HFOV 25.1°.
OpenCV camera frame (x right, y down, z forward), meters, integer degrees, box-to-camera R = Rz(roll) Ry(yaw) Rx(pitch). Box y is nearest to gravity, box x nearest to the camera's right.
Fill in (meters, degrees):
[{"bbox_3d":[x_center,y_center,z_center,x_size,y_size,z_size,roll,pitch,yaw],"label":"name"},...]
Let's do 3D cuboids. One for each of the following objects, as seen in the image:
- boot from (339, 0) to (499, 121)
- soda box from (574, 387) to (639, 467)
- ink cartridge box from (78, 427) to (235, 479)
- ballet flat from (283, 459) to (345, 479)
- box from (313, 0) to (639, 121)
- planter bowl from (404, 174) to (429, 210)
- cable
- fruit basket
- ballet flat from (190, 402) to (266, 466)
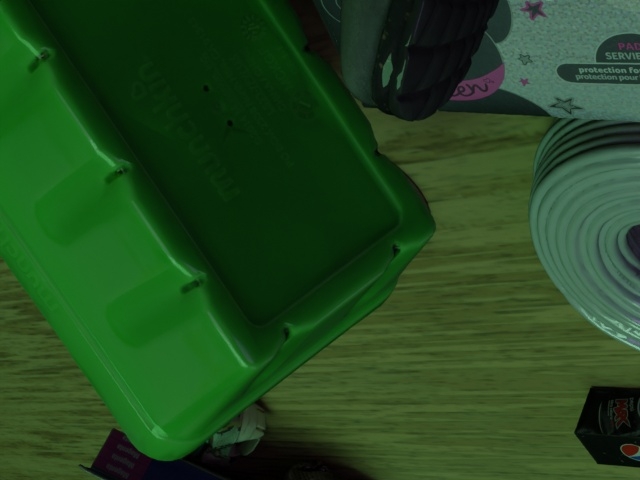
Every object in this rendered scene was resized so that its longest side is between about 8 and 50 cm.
[{"bbox_3d":[-0.014,-0.234,0.705,0.223,0.338,0.118,8,-178,20],"label":"boot"},{"bbox_3d":[0.320,0.173,1.301,0.169,0.053,0.060,-2,139,40],"label":"soda box"},{"bbox_3d":[-0.117,0.333,1.799,0.324,0.071,0.330,24,168,7],"label":"ink cartridge box"},{"bbox_3d":[0.071,0.334,1.765,0.250,0.058,0.084,24,146,-5],"label":"ballet flat"},{"bbox_3d":[0.128,-0.168,0.827,0.247,0.142,0.163,7,145,31],"label":"box"},{"bbox_3d":[0.000,0.000,1.229,0.162,0.109,0.162,20,149,12],"label":"planter bowl"},{"bbox_3d":[0.269,-0.007,1.021,0.257,0.089,0.257,35,150,-13],"label":"cable"},{"bbox_3d":[-0.119,-0.059,1.035,0.392,0.283,0.392,39,151,27],"label":"fruit basket"},{"bbox_3d":[-0.108,0.224,1.720,0.079,0.077,0.221,9,156,-6],"label":"ballet flat"}]
